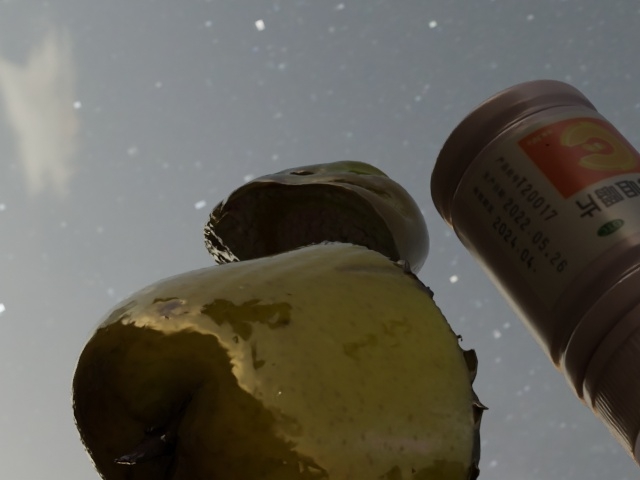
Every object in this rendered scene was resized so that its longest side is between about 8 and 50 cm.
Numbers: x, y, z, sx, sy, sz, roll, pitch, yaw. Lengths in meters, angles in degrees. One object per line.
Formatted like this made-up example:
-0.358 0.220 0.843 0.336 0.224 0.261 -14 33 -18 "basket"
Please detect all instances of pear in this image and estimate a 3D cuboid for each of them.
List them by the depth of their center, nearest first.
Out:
-0.057 0.095 0.801 0.267 0.178 0.267 -19 -121 36 "pear"

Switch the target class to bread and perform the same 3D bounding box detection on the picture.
-0.004 0.001 1.260 0.261 0.156 0.158 -28 -85 38 "bread"

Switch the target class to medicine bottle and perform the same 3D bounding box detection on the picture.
0.182 0.017 0.893 0.133 0.133 0.249 97 -29 -44 "medicine bottle"
